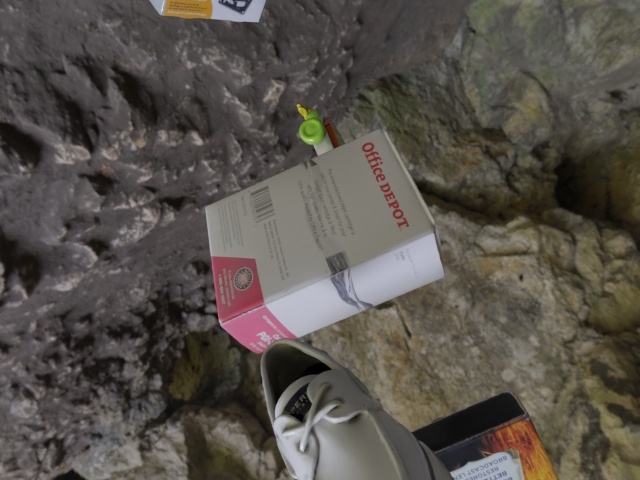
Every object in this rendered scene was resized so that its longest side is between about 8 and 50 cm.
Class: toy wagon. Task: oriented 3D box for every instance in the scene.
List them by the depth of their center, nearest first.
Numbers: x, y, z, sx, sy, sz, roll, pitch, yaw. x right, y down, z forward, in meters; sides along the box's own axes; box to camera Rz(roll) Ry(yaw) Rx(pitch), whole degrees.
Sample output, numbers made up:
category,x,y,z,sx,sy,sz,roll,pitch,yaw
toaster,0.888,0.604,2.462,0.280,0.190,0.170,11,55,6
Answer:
category,x,y,z,sx,sy,sz,roll,pitch,yaw
toy wagon,0.033,-0.187,1.080,0.068,0.345,0.267,-25,159,12

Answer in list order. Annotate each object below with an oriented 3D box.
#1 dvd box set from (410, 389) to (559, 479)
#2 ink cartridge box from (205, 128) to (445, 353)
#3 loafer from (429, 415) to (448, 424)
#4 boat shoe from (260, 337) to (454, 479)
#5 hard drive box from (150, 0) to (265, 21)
category,x,y,z,sx,sy,sz,roll,pitch,yaw
dvd box set,0.170,0.423,0.535,0.307,0.421,0.062,-25,-174,6
ink cartridge box,0.000,0.000,0.639,0.282,0.207,0.117,-23,141,7
loafer,0.324,0.556,1.066,0.133,0.366,0.130,-9,-155,5
boat shoe,0.007,0.144,0.363,0.096,0.088,0.267,-45,-163,-3
hard drive box,-0.146,-0.448,0.666,0.181,0.089,0.232,-19,153,-40
